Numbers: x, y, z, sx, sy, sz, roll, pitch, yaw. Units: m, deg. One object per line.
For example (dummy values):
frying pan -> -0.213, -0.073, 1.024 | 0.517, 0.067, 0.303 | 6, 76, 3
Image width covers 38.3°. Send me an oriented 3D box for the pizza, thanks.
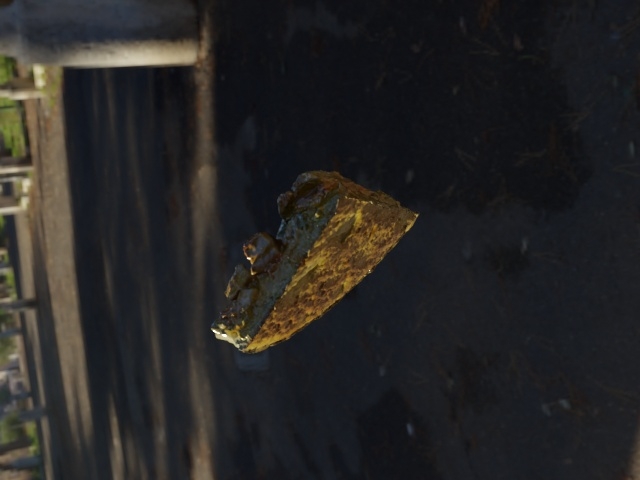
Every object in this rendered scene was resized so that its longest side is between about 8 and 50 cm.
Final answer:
pizza -> 0.000, 0.000, 0.625 | 0.046, 0.175, 0.134 | 40, 141, 24
